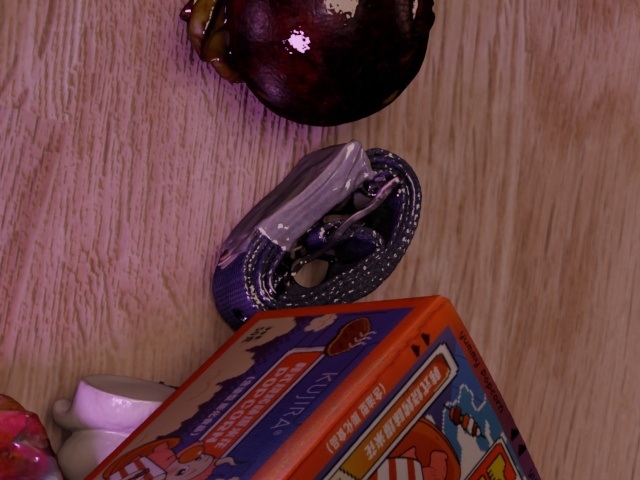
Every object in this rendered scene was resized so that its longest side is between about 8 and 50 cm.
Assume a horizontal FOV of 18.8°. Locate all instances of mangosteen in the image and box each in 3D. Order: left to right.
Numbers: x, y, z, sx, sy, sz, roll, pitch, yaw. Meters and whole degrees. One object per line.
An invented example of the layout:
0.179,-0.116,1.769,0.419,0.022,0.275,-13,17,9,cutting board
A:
-0.018,-0.228,1.946,0.266,0.228,0.228,2,73,20,mangosteen

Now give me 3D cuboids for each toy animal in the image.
-0.196,0.237,1.824,0.104,0.131,0.220,-8,109,-56,toy animal

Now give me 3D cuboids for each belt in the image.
0.000,0.000,1.930,0.230,0.126,0.139,-43,98,-24,belt

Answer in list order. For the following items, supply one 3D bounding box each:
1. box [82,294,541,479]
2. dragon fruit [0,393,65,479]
0.001,0.274,1.708,0.349,0.257,0.318,-42,116,-41,box
-0.307,0.270,1.737,0.161,0.126,0.274,-15,83,-25,dragon fruit
